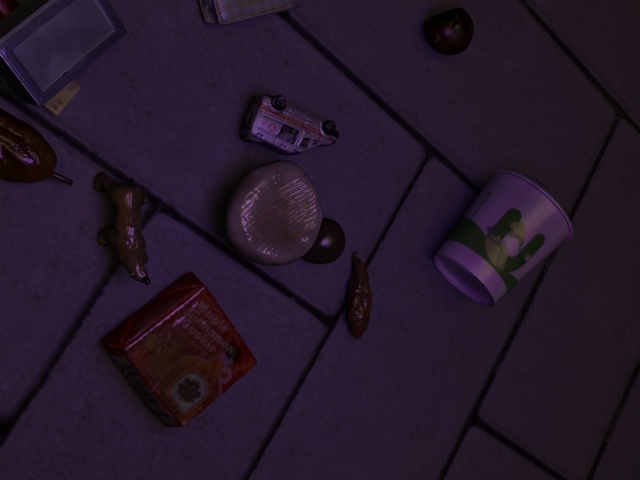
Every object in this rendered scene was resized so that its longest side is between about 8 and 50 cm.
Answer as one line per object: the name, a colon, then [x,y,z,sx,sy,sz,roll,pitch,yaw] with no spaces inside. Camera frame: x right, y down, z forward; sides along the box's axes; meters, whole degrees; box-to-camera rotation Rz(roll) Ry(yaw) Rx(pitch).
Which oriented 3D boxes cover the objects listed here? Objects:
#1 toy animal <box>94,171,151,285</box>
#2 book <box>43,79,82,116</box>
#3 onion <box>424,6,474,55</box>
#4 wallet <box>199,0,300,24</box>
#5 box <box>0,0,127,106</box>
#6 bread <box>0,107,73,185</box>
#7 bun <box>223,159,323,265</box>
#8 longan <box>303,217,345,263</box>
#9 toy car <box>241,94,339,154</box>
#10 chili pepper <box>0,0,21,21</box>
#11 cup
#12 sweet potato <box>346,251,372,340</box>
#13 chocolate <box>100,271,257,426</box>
toy animal: [-0.369,-0.024,1.406,0.103,0.101,0.218,-2,93,-30]
book: [-0.513,-0.295,1.363,0.111,0.014,0.077,43,71,-24]
onion: [0.312,-0.501,1.761,0.117,0.118,0.118,-24,106,8]
wallet: [-0.178,-0.613,1.506,0.223,0.077,0.309,-23,104,-30]
box: [-0.474,-0.362,1.303,0.225,0.086,0.129,-51,136,-24]
bread: [-0.593,-0.184,1.285,0.344,0.084,0.124,28,79,-27]
bun: [-0.107,-0.054,1.529,0.231,0.133,0.230,-4,96,-36]
longan: [0.000,0.000,1.616,0.114,0.092,0.113,-3,102,-13]
toy car: [-0.064,-0.232,1.572,0.210,0.089,0.108,21,83,-26]
chili pepper: [-0.603,-0.516,1.275,0.137,0.092,0.368,-29,114,-44]
cup: [0.429,0.003,1.783,0.274,0.253,0.253,-45,112,-11]
sweet potato: [0.089,0.128,1.691,0.068,0.060,0.205,17,71,-62]
chocolate: [-0.271,0.222,1.468,0.235,0.108,0.237,-38,108,-24]
